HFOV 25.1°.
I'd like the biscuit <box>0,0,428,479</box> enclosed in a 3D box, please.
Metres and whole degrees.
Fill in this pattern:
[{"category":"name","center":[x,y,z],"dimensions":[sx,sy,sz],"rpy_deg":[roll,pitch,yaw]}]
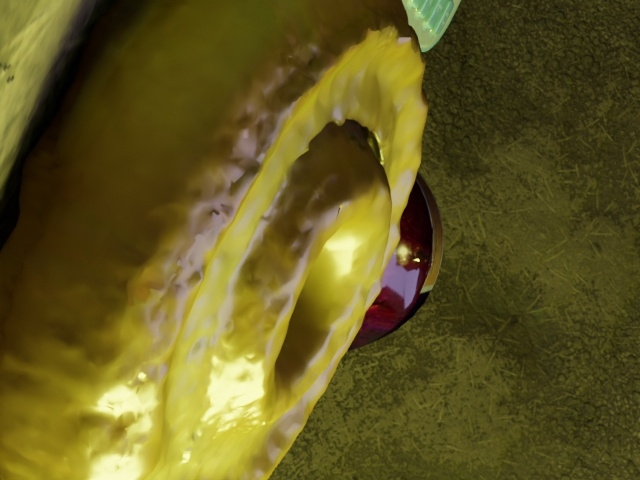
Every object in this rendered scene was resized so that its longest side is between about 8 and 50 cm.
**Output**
[{"category":"biscuit","center":[-0.036,0.009,0.646],"dimensions":[0.296,0.102,0.296],"rpy_deg":[-54,157,-36]}]

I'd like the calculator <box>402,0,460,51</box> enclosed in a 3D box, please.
[{"category":"calculator","center":[0.094,-0.297,1.203],"dimensions":[0.256,0.054,0.386],"rpy_deg":[-65,159,-1]}]

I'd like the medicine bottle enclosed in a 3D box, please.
[{"category":"medicine bottle","center":[0.000,0.000,1.416],"dimensions":[0.395,0.242,0.242],"rpy_deg":[-1,116,-85]}]
